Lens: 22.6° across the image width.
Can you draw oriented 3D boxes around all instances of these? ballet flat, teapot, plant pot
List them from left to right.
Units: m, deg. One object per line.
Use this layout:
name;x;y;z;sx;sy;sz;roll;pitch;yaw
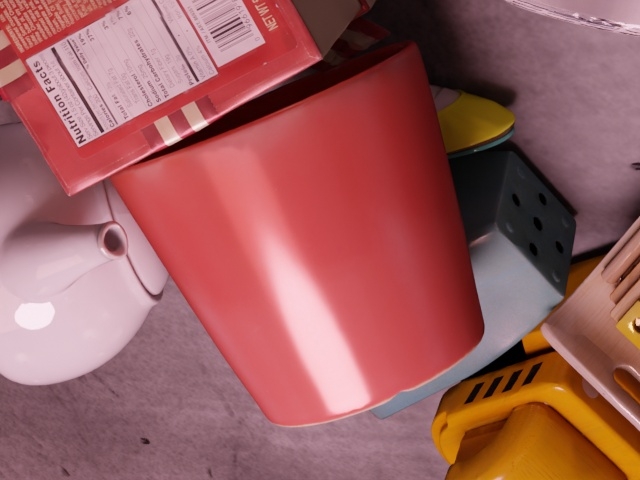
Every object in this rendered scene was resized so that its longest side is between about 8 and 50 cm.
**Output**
teapot;-0.213;-0.002;1.418;0.187;0.256;0.252;-18;141;5
plant pot;0.000;0.000;1.288;0.275;0.275;0.243;-16;102;40
ballet flat;0.060;-0.106;1.422;0.231;0.077;0.077;-9;116;37
plant pot;0.108;0.024;1.484;0.234;0.165;0.166;-27;121;36

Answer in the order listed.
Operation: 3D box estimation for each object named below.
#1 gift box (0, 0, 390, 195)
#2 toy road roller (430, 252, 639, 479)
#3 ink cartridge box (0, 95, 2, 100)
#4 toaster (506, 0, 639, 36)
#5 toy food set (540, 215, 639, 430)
gift box;-0.097;-0.205;1.186;0.276;0.258;0.255;-22;104;16
toy road roller;0.251;0.172;1.512;0.202;0.240;0.329;42;139;-23
ink cartridge box;-0.300;-0.243;1.383;0.208;0.045;0.206;-33;83;47
toaster;0.206;-0.237;1.139;0.227;0.129;0.146;13;144;11
toy food set;0.335;0.051;1.286;0.220;0.092;0.306;44;130;12
